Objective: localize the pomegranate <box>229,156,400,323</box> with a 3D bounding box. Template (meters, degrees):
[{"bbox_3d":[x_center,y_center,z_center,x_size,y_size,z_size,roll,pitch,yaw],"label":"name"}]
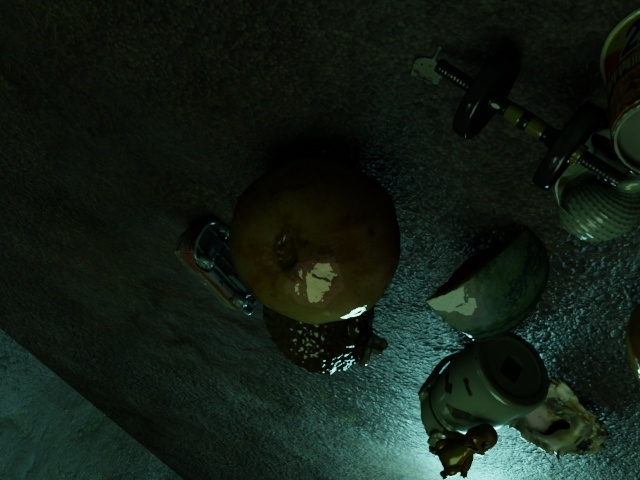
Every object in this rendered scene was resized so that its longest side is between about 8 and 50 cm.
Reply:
[{"bbox_3d":[0.000,0.000,1.462,0.338,0.338,0.338,13,146,9],"label":"pomegranate"}]

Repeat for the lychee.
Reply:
[{"bbox_3d":[0.004,0.175,1.731,0.319,0.270,0.270,-18,132,38],"label":"lychee"}]

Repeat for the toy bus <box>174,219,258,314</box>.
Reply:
[{"bbox_3d":[-0.244,0.060,1.825,0.119,0.121,0.265,3,144,39],"label":"toy bus"}]

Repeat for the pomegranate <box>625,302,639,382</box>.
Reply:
[{"bbox_3d":[0.713,0.206,1.476,0.248,0.248,0.248,13,146,9],"label":"pomegranate"}]

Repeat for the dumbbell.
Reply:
[{"bbox_3d":[0.308,-0.179,1.133,0.325,0.143,0.143,36,150,16],"label":"dumbbell"}]

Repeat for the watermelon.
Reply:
[{"bbox_3d":[0.349,0.099,1.536,0.175,0.260,0.256,17,132,28],"label":"watermelon"}]

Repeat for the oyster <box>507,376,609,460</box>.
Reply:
[{"bbox_3d":[0.619,0.472,2.019,0.201,0.107,0.354,-40,113,17],"label":"oyster"}]

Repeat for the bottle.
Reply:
[{"bbox_3d":[0.381,0.379,1.870,0.229,0.229,0.352,25,139,-9],"label":"bottle"}]

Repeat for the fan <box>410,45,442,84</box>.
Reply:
[{"bbox_3d":[0.179,-0.283,1.220,0.055,0.004,0.083,22,146,-5],"label":"fan"}]

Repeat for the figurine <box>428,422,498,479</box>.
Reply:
[{"bbox_3d":[0.354,0.487,1.775,0.122,0.121,0.176,9,139,-38],"label":"figurine"}]

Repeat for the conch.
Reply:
[{"bbox_3d":[0.464,-0.096,1.240,0.200,0.131,0.172,-42,89,11],"label":"conch"}]

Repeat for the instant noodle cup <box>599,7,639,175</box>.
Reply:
[{"bbox_3d":[0.490,-0.196,1.040,0.213,0.174,0.213,13,145,9],"label":"instant noodle cup"}]
